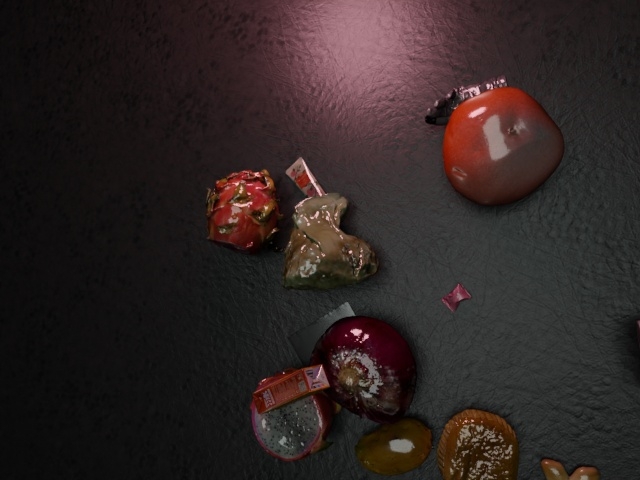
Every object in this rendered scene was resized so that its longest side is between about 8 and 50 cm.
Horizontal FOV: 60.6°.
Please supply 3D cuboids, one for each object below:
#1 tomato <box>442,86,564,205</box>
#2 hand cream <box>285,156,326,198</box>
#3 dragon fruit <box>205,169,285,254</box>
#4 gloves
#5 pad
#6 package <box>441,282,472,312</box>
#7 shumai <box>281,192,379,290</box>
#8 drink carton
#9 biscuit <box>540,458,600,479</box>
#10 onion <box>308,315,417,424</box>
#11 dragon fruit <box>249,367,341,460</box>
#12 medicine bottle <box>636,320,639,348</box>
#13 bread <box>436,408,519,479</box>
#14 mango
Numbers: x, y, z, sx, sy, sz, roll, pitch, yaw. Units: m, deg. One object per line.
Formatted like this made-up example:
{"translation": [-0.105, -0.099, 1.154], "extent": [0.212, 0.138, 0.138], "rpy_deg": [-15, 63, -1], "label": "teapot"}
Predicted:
{"translation": [0.518, -0.267, 1.585], "extent": [0.342, 0.273, 0.340], "rpy_deg": [0, 91, -6], "label": "tomato"}
{"translation": [-0.031, -0.180, 1.878], "extent": [0.080, 0.050, 0.234], "rpy_deg": [-41, 70, 13], "label": "hand cream"}
{"translation": [-0.245, -0.104, 1.834], "extent": [0.269, 0.250, 0.290], "rpy_deg": [15, 74, 12], "label": "dragon fruit"}
{"translation": [0.464, -0.426, 1.720], "extent": [0.286, 0.119, 0.142], "rpy_deg": [-18, 80, -1], "label": "gloves"}
{"translation": [0.030, 0.338, 1.831], "extent": [0.246, 0.006, 0.170], "rpy_deg": [-33, 77, 11], "label": "pad"}
{"translation": [0.427, 0.181, 1.719], "extent": [0.083, 0.029, 0.059], "rpy_deg": [-44, 72, 17], "label": "package"}
{"translation": [0.000, 0.000, 1.706], "extent": [0.292, 0.330, 0.288], "rpy_deg": [-2, 96, 41], "label": "shumai"}
{"translation": [-0.088, 0.435, 1.592], "extent": [0.223, 0.096, 0.070], "rpy_deg": [-33, 68, 34], "label": "drink carton"}
{"translation": [0.712, 0.749, 1.577], "extent": [0.165, 0.047, 0.207], "rpy_deg": [5, 87, 17], "label": "biscuit"}
{"translation": [0.149, 0.369, 1.660], "extent": [0.337, 0.282, 0.260], "rpy_deg": [30, 94, 27], "label": "onion"}
{"translation": [-0.078, 0.554, 1.760], "extent": [0.291, 0.189, 0.290], "rpy_deg": [-3, 82, 25], "label": "dragon fruit"}
{"translation": [1.016, 0.292, 1.426], "extent": [0.307, 0.245, 0.244], "rpy_deg": [-11, 82, 25], "label": "medicine bottle"}
{"translation": [0.462, 0.635, 1.613], "extent": [0.228, 0.142, 0.253], "rpy_deg": [16, 88, 9], "label": "bread"}
{"translation": [0.223, 0.634, 1.690], "extent": [0.249, 0.151, 0.155], "rpy_deg": [-21, 48, 20], "label": "mango"}
